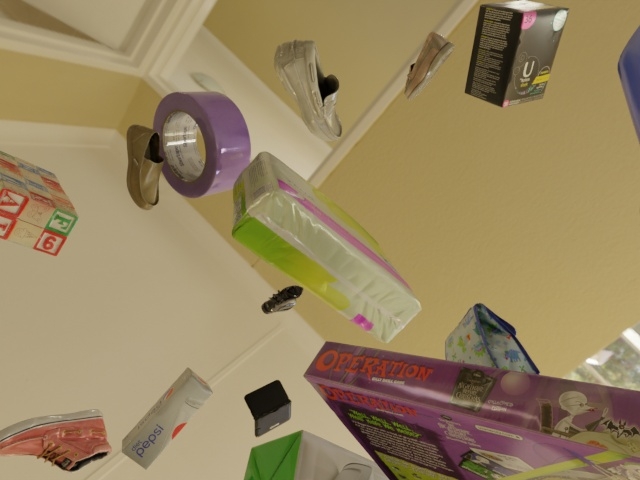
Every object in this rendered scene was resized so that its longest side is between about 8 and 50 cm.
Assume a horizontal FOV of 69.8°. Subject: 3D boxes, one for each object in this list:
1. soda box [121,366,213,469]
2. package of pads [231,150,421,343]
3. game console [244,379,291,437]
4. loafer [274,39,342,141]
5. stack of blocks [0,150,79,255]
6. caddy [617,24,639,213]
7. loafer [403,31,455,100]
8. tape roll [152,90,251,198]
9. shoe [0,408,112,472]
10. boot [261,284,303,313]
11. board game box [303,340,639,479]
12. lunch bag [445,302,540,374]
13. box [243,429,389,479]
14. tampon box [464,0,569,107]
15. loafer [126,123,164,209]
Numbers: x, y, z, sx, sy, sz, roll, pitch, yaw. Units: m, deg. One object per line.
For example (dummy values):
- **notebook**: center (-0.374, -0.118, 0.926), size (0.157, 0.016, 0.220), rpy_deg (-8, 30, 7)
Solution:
- **soda box**: center (-0.467, 0.539, 1.405), size (0.098, 0.286, 0.091), rpy_deg (47, 164, -16)
- **package of pads**: center (0.000, 0.000, 0.717), size (0.296, 0.101, 0.229), rpy_deg (39, -169, -24)
- **game console**: center (-0.150, 0.480, 1.311), size (0.122, 0.107, 0.071), rpy_deg (-16, -149, -36)
- **loafer**: center (-0.002, -0.353, 1.122), size (0.319, 0.111, 0.112), rpy_deg (45, -138, -58)
- **stack of blocks**: center (-0.599, -0.092, 0.887), size (0.171, 0.087, 0.297), rpy_deg (29, -178, -43)
- **caddy**: center (0.378, -0.100, 0.278), size (0.241, 0.341, 0.179), rpy_deg (23, -128, -31)
- **loafer**: center (0.153, -0.257, 0.678), size (0.039, 0.045, 0.125), rpy_deg (47, 159, 2)
- **tape roll**: center (-0.221, -0.176, 0.844), size (0.189, 0.189, 0.080), rpy_deg (48, -141, 15)
- **shoe**: center (-0.424, 0.329, 0.733), size (0.178, 0.063, 0.081), rpy_deg (13, -145, -56)
- **boot**: center (-0.079, 0.140, 1.126), size (0.121, 0.099, 0.045), rpy_deg (-11, -111, -51)
- **board game box**: center (0.164, 0.176, 0.342), size (0.208, 0.347, 0.056), rpy_deg (53, -125, -29)
- **lunch bag**: center (0.290, 0.207, 0.820), size (0.096, 0.129, 0.151), rpy_deg (-3, -133, -26)
- **box**: center (0.011, 0.396, 0.523), size (0.231, 0.127, 0.262), rpy_deg (33, -136, -21)
- **tampon box**: center (0.358, -0.348, 0.851), size (0.120, 0.161, 0.101), rpy_deg (-19, -140, -24)
- **loafer**: center (-0.298, -0.125, 0.788), size (0.050, 0.148, 0.056), rpy_deg (2, -165, 19)
